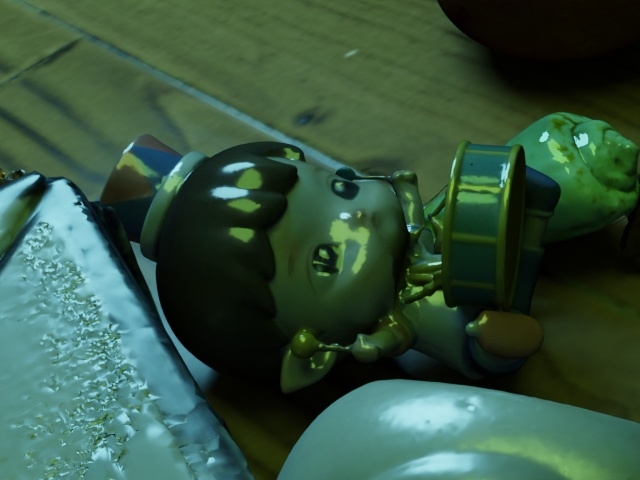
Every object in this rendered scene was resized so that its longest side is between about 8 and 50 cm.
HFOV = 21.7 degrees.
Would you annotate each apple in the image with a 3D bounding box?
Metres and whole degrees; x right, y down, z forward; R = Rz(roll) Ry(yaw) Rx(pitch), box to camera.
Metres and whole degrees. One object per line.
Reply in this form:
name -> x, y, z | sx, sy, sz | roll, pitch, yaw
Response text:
apple -> 0.184, -0.245, 1.225 | 0.229, 0.230, 0.230 | -5, 39, 4

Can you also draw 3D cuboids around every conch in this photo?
conch -> 0.134, -0.032, 1.077 | 0.170, 0.079, 0.105 | -19, -8, 33

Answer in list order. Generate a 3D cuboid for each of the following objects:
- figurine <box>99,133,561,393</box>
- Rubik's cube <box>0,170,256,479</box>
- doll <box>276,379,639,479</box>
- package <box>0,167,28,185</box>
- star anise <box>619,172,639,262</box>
figurine -> 0.001, 0.007, 0.984 | 0.275, 0.158, 0.161 | 1, 44, 11
Rubik's cube -> -0.145, 0.202, 0.648 | 0.307, 0.310, 0.305 | -20, 40, -12
doll -> 0.088, 0.178, 0.741 | 0.251, 0.221, 0.221 | 16, 43, 13
package -> -0.249, -0.018, 1.157 | 0.077, 0.033, 0.111 | 23, 52, 20
star anise -> 0.295, -0.026, 1.027 | 0.234, 0.073, 0.177 | 7, 29, 34
